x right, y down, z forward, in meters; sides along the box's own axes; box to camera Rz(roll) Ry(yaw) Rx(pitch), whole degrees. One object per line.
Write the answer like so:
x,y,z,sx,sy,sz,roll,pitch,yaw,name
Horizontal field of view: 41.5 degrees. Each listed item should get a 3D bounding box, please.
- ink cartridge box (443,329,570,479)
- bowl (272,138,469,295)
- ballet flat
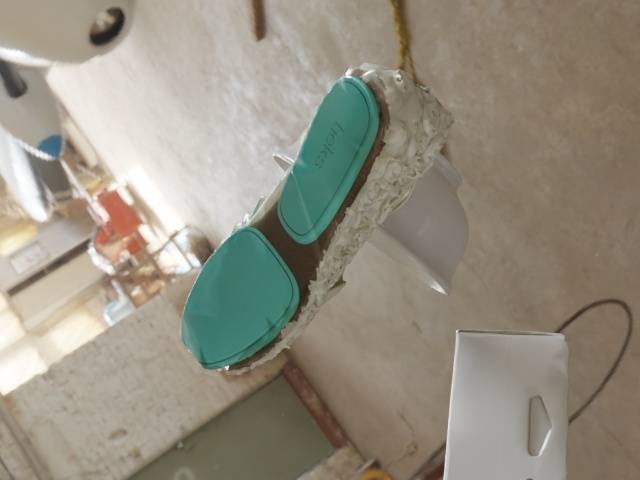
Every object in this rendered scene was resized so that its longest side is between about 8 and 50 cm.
0.284,0.335,1.267,0.160,0.279,0.385,1,149,15,ink cartridge box
0.091,-0.069,1.113,0.297,0.134,0.298,38,178,2,bowl
0.000,0.000,0.867,0.147,0.147,0.409,51,127,17,ballet flat
